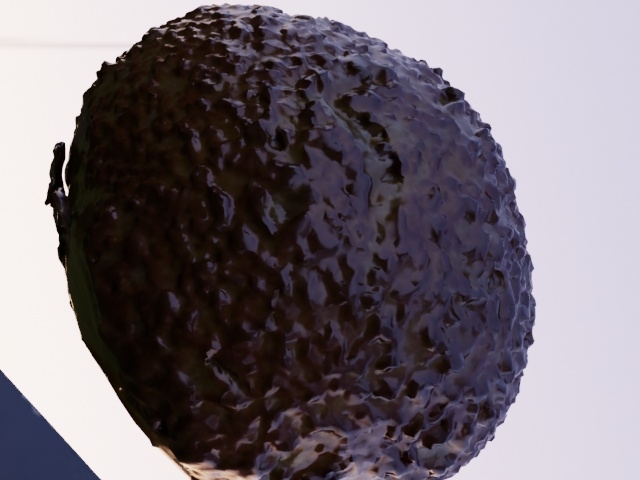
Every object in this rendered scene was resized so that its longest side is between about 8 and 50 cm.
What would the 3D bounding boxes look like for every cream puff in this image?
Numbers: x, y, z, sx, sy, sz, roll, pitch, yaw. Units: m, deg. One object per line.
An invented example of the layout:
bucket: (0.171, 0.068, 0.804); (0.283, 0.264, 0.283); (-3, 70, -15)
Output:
cream puff: (0.003, 0.003, 1.148); (0.229, 0.350, 0.350); (-26, -116, 32)

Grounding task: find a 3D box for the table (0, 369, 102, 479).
table: (-0.295, 0.218, 1.399); (0.193, 0.172, 0.169); (-40, -175, 24)
